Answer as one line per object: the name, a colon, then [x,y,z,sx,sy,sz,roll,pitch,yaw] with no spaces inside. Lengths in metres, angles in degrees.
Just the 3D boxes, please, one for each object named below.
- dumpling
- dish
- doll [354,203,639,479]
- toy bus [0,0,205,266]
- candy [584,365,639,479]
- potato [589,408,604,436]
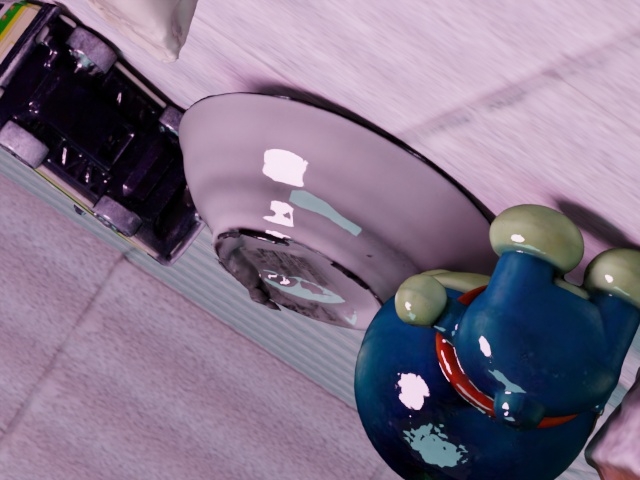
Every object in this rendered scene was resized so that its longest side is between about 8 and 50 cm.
dumpling: [-0.146,-0.207,1.143,0.150,0.092,0.176,19,163,45]
dish: [0.000,0.000,1.512,0.316,0.106,0.316,22,159,9]
doll: [0.134,0.103,1.365,0.199,0.186,0.322,25,155,-1]
toy bus: [-0.249,-0.116,1.789,0.179,0.143,0.305,26,169,48]
candy: [0.358,0.196,1.360,0.290,0.157,0.214,27,172,23]
potato: [0.176,0.129,1.746,0.251,0.113,0.149,36,161,-12]
